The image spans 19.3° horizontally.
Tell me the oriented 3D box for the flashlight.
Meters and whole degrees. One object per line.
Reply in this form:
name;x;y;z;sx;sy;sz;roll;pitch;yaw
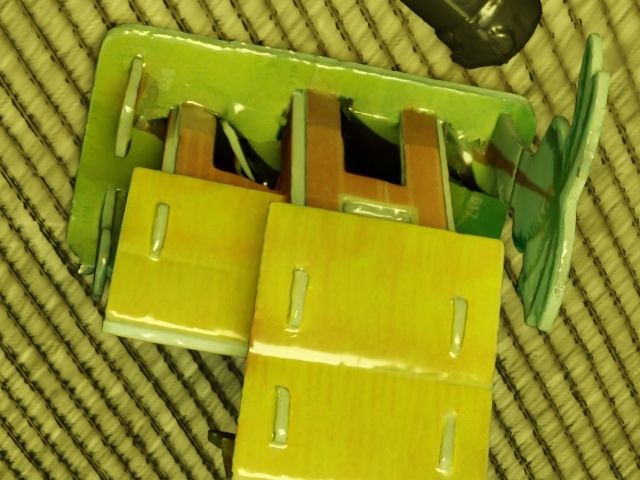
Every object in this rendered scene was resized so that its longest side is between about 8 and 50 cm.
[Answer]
flashlight;0.046;-0.199;1.180;0.232;0.093;0.093;35;116;-28

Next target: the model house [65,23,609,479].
model house;0.000;0.000;1.152;0.300;0.323;0.340;10;128;-9
